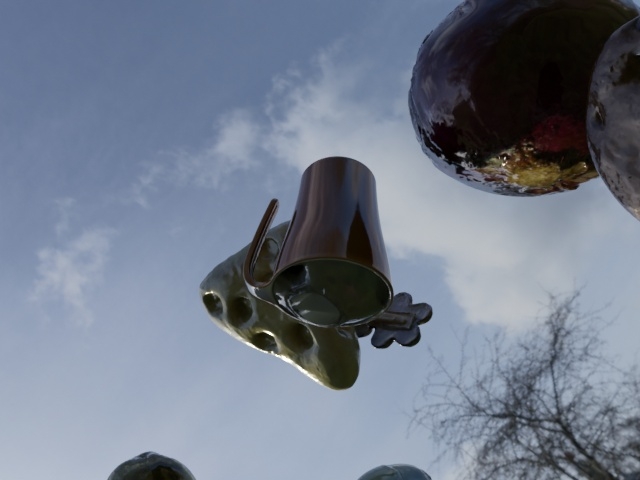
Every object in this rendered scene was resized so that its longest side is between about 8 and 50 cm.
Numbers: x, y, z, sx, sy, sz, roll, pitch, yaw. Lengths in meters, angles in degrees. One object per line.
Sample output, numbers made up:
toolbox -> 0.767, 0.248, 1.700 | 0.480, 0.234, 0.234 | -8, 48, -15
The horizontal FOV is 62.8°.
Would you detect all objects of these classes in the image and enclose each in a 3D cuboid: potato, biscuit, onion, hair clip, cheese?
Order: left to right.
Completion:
potato -> -0.338, 0.621, 1.127 | 0.202, 0.351, 0.218 | -28, -42, -15
cheese -> -0.097, 0.164, 1.097 | 0.129, 0.328, 0.351 | -20, -92, -59
hair clip -> 0.111, 0.163, 1.128 | 0.146, 0.257, 0.075 | -60, -36, -36
onion -> 0.288, -0.225, 0.712 | 0.260, 0.336, 0.282 | 58, -139, -63
biscuit -> 0.300, -0.091, 0.411 | 0.036, 0.212, 0.212 | -21, -56, -23

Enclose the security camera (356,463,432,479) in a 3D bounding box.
security camera -> 0.156, 0.511, 0.922 | 0.191, 0.277, 0.197 | -3, -79, -23

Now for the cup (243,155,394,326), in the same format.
cup -> 0.000, 0.000, 0.830 | 0.226, 0.264, 0.182 | 0, -40, 6
